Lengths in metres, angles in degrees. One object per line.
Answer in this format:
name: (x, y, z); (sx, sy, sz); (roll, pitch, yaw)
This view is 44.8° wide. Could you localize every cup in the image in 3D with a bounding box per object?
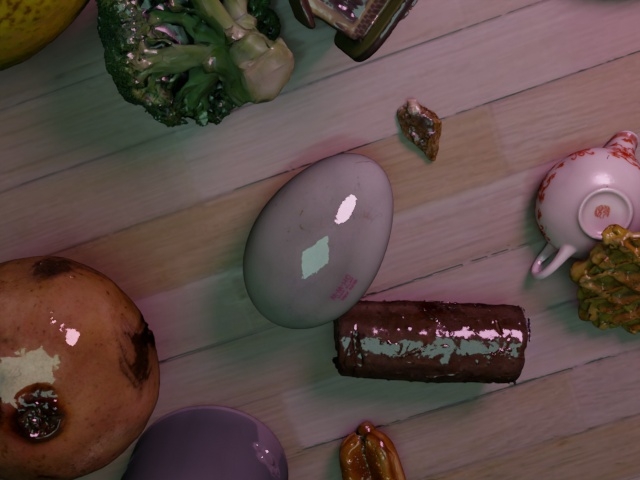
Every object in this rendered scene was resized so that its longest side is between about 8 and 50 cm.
cup: (-0.179, 0.468, 1.156); (0.259, 0.274, 0.356); (-6, 105, 3)

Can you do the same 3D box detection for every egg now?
egg: (0.000, 0.000, 1.071); (0.183, 0.183, 0.264); (31, 96, -8)

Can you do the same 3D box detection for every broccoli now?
broccoli: (-0.138, -0.254, 0.961); (0.270, 0.270, 0.270); (36, 108, 35)

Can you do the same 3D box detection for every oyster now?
oyster: (0.148, -0.158, 1.104); (0.093, 0.034, 0.051); (43, 109, -15)

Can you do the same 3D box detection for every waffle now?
waffle: (0.489, 0.059, 1.082); (0.291, 0.051, 0.291); (4, 145, 3)

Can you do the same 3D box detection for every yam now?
yam: (0.157, 0.151, 1.145); (0.280, 0.131, 0.131); (1, 106, 1)

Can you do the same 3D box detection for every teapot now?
teapot: (0.381, -0.040, 1.105); (0.159, 0.116, 0.245); (34, 109, -20)

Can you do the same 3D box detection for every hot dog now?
hot dog: (0.093, 0.412, 1.245); (0.100, 0.068, 0.249); (-7, 103, 13)

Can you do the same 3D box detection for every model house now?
model house: (-0.009, -0.376, 0.922); (0.279, 0.218, 0.205); (32, 102, -20)

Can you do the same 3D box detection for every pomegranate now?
pomegranate: (-0.380, 0.178, 1.080); (0.322, 0.322, 0.322); (0, 106, 0)

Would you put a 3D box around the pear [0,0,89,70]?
pear: (-0.429, -0.364, 0.881); (0.391, 0.391, 0.391); (0, 106, 0)
